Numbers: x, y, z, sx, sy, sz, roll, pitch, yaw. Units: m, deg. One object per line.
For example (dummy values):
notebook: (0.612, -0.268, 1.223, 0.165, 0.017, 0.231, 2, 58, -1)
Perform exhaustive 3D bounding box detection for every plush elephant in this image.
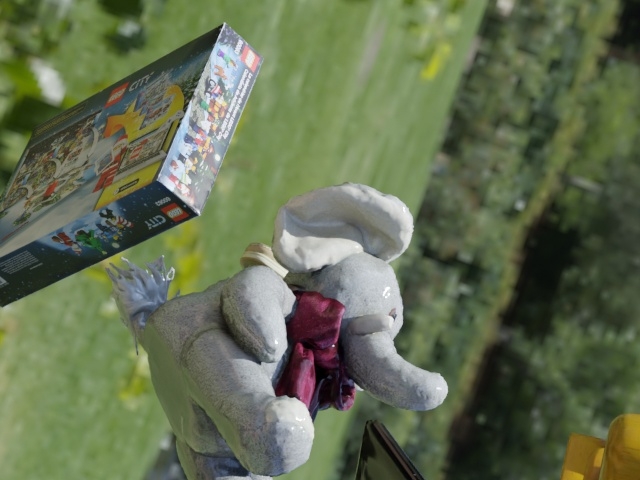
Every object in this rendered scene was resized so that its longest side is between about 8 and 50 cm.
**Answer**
plush elephant: (-0.014, 0.105, 1.763, 0.330, 0.255, 0.272, 56, -25, 38)

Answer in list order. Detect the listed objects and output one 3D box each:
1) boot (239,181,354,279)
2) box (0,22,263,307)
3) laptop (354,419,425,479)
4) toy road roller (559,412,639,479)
boot: (0.000, 0.000, 2.478, 0.213, 0.077, 0.165, 29, 77, -41)
box: (-0.155, -0.053, 1.467, 0.233, 0.044, 0.159, -23, -145, 41)
laptop: (0.193, 0.389, 1.516, 0.408, 0.236, 0.382, -128, -141, -48)
toy road roller: (0.286, 0.222, 1.568, 0.329, 0.202, 0.240, -64, 164, -58)
